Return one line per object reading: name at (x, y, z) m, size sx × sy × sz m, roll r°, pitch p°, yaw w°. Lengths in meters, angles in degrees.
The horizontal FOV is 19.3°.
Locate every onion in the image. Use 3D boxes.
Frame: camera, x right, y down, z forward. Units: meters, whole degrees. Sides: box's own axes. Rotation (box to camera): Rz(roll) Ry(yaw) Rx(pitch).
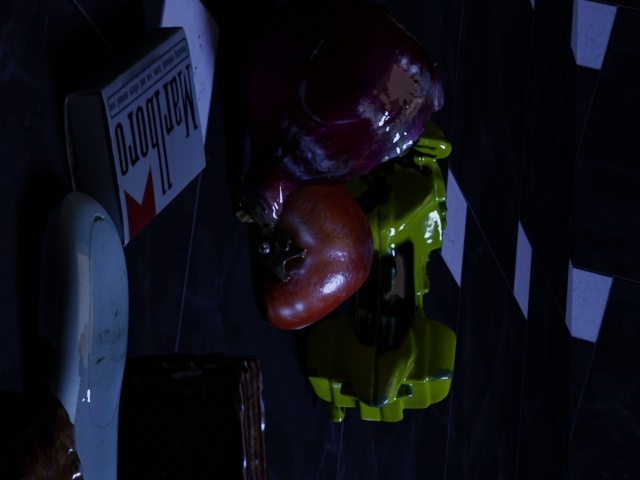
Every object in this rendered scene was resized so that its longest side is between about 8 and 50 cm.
onion at (-0.011, -0.112, 1.599) m, size 0.140 × 0.218 × 0.195 m, roll 42°, pitch 1°, yaw -32°

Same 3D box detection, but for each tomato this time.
tomato at (0.000, 0.000, 1.699) m, size 0.139 × 0.091 × 0.159 m, roll -3°, pitch 91°, yaw -76°

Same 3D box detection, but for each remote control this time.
remote control at (-0.155, 0.095, 1.256) m, size 0.097 × 0.045 × 0.256 m, roll -25°, pitch 116°, yaw -70°

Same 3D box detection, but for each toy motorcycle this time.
toy motorcycle at (0.064, 0.003, 1.831) m, size 0.206 × 0.142 × 0.342 m, roll 42°, pitch 48°, yaw -67°

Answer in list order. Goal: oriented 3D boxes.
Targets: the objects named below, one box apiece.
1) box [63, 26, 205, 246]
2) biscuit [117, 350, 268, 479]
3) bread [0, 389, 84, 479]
box at (-0.131, -0.077, 1.350) m, size 0.177 × 0.036 × 0.115 m, roll -53°, pitch 140°, yaw -64°
biscuit at (-0.090, 0.273, 1.363) m, size 0.073 × 0.107 × 0.388 m, roll -35°, pitch 123°, yaw -74°
bread at (-0.230, 0.234, 0.884) m, size 0.416 × 0.113 × 0.165 m, roll -56°, pitch 141°, yaw -60°
